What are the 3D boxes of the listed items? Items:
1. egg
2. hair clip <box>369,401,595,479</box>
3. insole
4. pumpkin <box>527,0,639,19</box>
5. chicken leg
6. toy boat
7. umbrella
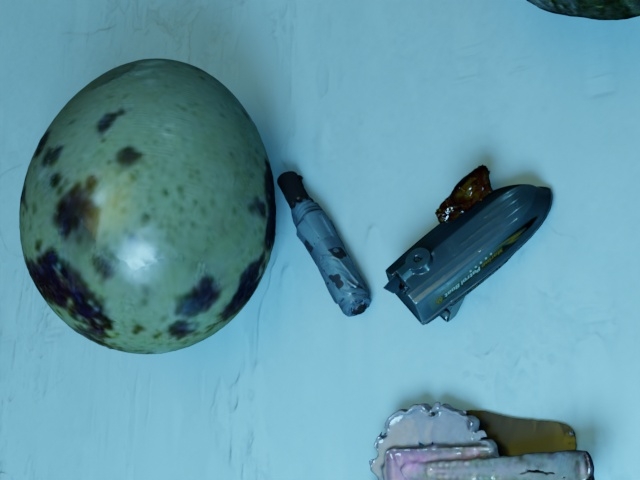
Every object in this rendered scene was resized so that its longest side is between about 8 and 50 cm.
[{"bbox_3d":[-0.231,-0.053,1.278,0.345,0.345,0.428,-19,52,24],"label":"egg"},{"bbox_3d":[0.189,0.273,1.076,0.300,0.069,0.173,-11,72,40],"label":"hair clip"},{"bbox_3d":[0.215,0.239,1.117,0.188,0.004,0.064,-2,76,30],"label":"insole"},{"bbox_3d":[0.365,-0.466,1.062,0.454,0.344,0.455,-14,59,24],"label":"pumpkin"},{"bbox_3d":[0.187,-0.062,1.166,0.037,0.145,0.062,48,143,-2],"label":"chicken leg"},{"bbox_3d":[0.193,0.010,1.166,0.246,0.103,0.093,-39,42,-2],"label":"toy boat"},{"bbox_3d":[-0.002,0.000,1.295,0.052,0.053,0.250,-38,59,15],"label":"umbrella"}]
